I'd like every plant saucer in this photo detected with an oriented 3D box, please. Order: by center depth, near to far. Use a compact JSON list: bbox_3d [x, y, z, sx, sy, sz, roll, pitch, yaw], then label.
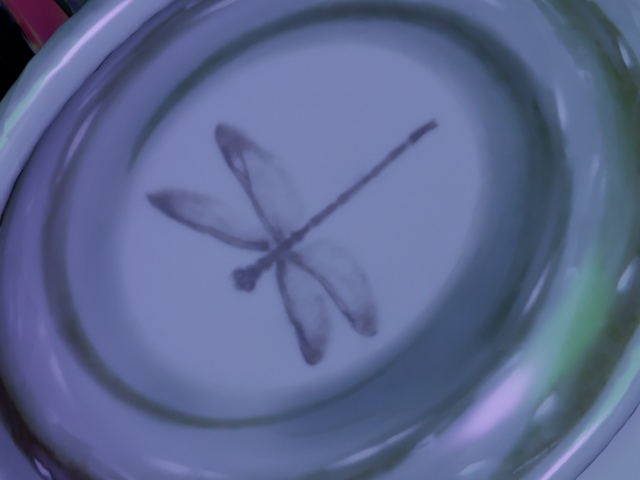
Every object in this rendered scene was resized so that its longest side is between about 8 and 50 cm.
[{"bbox_3d":[0.000,0.000,0.947,0.100,0.400,0.400,50,137,50],"label":"plant saucer"}]

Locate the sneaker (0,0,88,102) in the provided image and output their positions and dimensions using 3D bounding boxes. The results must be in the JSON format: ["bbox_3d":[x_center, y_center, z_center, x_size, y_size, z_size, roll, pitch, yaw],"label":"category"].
[{"bbox_3d":[-0.183,-0.213,0.962,0.185,0.202,0.483,-24,100,44],"label":"sneaker"}]
